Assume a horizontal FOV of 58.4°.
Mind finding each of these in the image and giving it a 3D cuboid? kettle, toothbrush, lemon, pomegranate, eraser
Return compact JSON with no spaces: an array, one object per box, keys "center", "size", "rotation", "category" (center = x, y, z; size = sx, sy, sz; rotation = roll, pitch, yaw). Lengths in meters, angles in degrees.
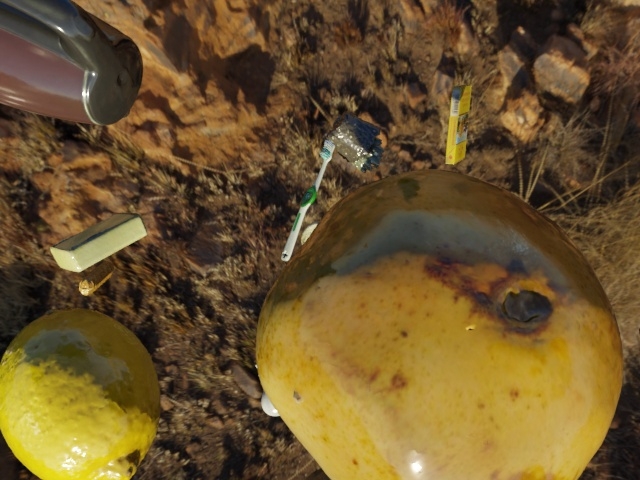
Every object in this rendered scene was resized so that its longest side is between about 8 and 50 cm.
[{"center":[-0.318,-0.224,0.626],"size":[0.232,0.202,0.144],"rotation":[20,67,9],"category":"kettle"},{"center":[-0.027,-0.092,1.327],"size":[0.030,0.030,0.303],"rotation":[20,82,4],"category":"toothbrush"},{"center":[-0.365,0.236,0.873],"size":[0.236,0.236,0.263],"rotation":[-6,60,-2],"category":"lemon"},{"center":[0.123,0.132,0.680],"size":[0.417,0.416,0.416],"rotation":[0,77,0],"category":"pomegranate"},{"center":[-0.471,0.001,1.223],"size":[0.172,0.117,0.058],"rotation":[-36,116,-37],"category":"eraser"}]

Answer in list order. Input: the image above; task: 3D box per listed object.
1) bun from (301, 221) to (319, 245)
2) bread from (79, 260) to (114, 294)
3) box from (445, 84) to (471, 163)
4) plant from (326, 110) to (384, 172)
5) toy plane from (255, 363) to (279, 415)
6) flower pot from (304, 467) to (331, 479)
[{"center":[0.000,0.000,1.702],"size":[0.115,0.069,0.115],"rotation":[-1,80,5],"category":"bun"},{"center":[-0.629,0.105,1.613],"size":[0.044,0.157,0.052],"rotation":[22,110,-3],"category":"bread"},{"center":[0.285,-0.240,1.181],"size":[0.023,0.087,0.155],"rotation":[9,111,23],"category":"box"},{"center":[0.122,-0.316,1.836],"size":[0.194,0.129,0.132],"rotation":[38,64,-20],"category":"plant"},{"center":[-0.072,0.397,1.639],"size":[0.252,0.118,0.252],"rotation":[8,70,-22],"category":"toy plane"},{"center":[0.094,0.561,1.111],"size":[0.302,0.302,0.213],"rotation":[44,83,9],"category":"flower pot"}]
